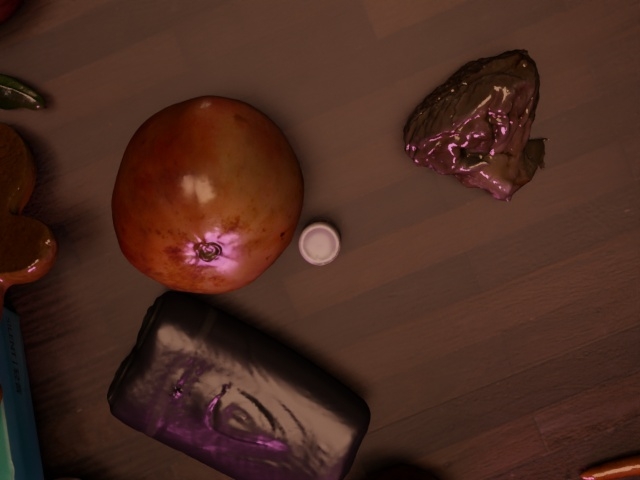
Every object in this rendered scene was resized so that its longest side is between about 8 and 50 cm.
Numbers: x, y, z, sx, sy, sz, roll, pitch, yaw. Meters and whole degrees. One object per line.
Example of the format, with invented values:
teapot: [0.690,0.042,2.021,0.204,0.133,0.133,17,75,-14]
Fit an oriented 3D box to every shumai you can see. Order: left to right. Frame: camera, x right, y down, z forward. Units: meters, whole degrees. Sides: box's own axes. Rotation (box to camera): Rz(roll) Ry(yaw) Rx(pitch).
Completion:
shumai: [0.224,-0.139,1.439,0.206,0.166,0.175,-35,105,30]

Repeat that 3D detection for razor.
razor: [-0.110,0.224,1.509,0.349,0.113,0.204,31,98,-4]

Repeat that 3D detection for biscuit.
biscuit: [-0.463,0.043,1.437,0.283,0.064,0.432,-2,62,20]

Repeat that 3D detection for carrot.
carrot: [0.454,0.312,1.545,0.190,0.037,0.037,-7,97,6]

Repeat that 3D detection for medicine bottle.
medicine bottle: [0.000,0.000,1.491,0.057,0.089,0.057,0,96,1]

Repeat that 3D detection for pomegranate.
pomegranate: [-0.146,-0.073,1.423,0.229,0.270,0.252,20,131,-25]

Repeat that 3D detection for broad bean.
broad bean: [-0.467,-0.205,1.503,0.195,0.046,0.061,-2,108,7]

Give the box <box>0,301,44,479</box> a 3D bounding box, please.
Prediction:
box: [-0.491,0.246,1.471,0.205,0.118,0.311,-15,72,1]

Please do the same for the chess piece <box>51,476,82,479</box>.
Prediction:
chess piece: [-0.272,0.436,1.523,0.300,0.167,0.167,30,97,2]

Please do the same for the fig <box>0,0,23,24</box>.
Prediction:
fig: [-0.438,-0.357,1.438,0.250,0.186,0.203,-4,124,-39]

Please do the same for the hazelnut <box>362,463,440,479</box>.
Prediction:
hazelnut: [0.106,0.402,1.502,0.208,0.208,0.208,0,97,2]
